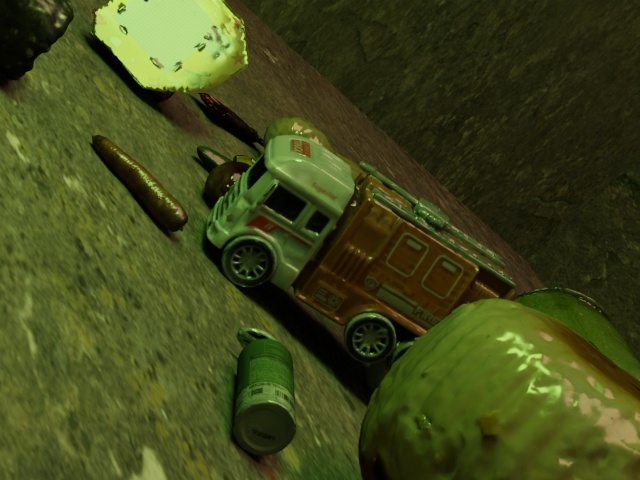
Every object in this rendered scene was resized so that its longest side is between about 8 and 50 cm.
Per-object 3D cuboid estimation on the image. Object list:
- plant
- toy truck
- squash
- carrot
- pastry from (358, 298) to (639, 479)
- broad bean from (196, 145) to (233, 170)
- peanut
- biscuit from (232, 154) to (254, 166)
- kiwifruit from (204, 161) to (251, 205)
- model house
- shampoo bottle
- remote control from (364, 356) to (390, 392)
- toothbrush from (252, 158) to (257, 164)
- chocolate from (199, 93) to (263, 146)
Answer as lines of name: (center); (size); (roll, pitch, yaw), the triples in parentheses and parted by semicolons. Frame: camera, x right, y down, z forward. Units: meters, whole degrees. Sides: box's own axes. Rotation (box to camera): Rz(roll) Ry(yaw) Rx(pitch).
plant: (-0.381, -0.286, 1.484); (0.194, 0.129, 0.132); (47, 9, -18)
toy truck: (0.056, 0.018, 1.694); (0.387, 0.207, 0.173); (32, 15, -12)
squash: (0.391, 0.250, 2.083); (0.263, 0.263, 0.384); (44, 12, -14)
carrot: (-0.219, -0.072, 1.572); (0.165, 0.035, 0.036); (46, 11, 12)
pastry: (0.209, 0.253, 1.312); (0.388, 0.312, 0.388); (36, 5, -4)
broad bean: (-0.076, -0.045, 1.966); (0.297, 0.043, 0.060); (43, 0, -20)
peanut: (0.004, -0.121, 2.336); (0.274, 0.111, 0.125); (37, 20, -39)
biscuit: (-0.021, -0.027, 1.872); (0.292, 0.026, 0.048); (43, 25, 21)
kiwifruit: (-0.122, -0.076, 1.833); (0.075, 0.075, 0.124); (46, 14, -3)
model house: (-0.240, -0.297, 2.024); (0.219, 0.207, 0.136); (45, -25, -5)
shampoo bottle: (-0.059, 0.146, 1.337); (0.065, 0.065, 0.204); (44, 12, -15)
remote control: (0.153, 0.245, 1.784); (0.230, 0.049, 0.090); (42, 11, -18)
toothbrush: (0.000, 0.000, 2.086); (0.364, 0.041, 0.041); (48, 12, 5)
chocolate: (-0.159, -0.212, 2.273); (0.086, 0.028, 0.182); (45, 8, 30)
